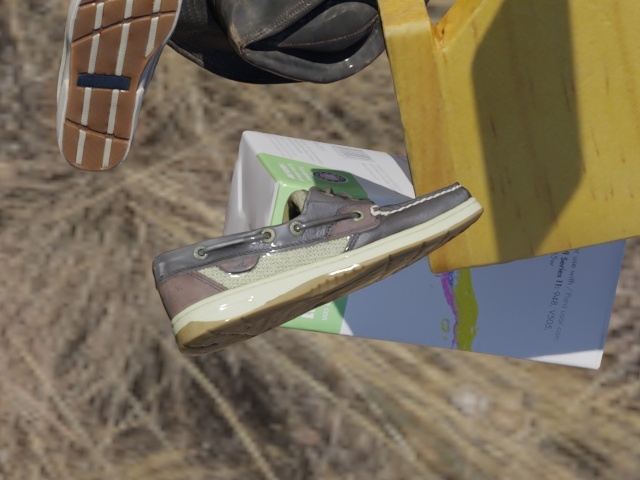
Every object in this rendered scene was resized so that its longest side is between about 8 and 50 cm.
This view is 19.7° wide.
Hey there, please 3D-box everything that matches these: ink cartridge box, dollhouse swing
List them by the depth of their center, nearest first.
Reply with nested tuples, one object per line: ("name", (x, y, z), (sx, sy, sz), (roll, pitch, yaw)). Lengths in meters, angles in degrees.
("dollhouse swing", (0.213, -0.171, 1.254), (0.315, 0.346, 0.305), (75, 5, -47))
("ink cartridge box", (0.110, 0.011, 1.492), (0.353, 0.207, 0.119), (8, 103, -12))

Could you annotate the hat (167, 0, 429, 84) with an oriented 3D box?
("hat", (-0.019, -0.243, 1.953), (0.331, 0.331, 0.134), (41, 26, -44))

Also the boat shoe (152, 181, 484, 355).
("boat shoe", (0.000, 0.000, 0.787), (0.152, 0.056, 0.049), (-22, 80, -26))

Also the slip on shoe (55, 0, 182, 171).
("slip on shoe", (-0.098, -0.096, 0.880), (0.041, 0.051, 0.135), (-99, -160, -49))
